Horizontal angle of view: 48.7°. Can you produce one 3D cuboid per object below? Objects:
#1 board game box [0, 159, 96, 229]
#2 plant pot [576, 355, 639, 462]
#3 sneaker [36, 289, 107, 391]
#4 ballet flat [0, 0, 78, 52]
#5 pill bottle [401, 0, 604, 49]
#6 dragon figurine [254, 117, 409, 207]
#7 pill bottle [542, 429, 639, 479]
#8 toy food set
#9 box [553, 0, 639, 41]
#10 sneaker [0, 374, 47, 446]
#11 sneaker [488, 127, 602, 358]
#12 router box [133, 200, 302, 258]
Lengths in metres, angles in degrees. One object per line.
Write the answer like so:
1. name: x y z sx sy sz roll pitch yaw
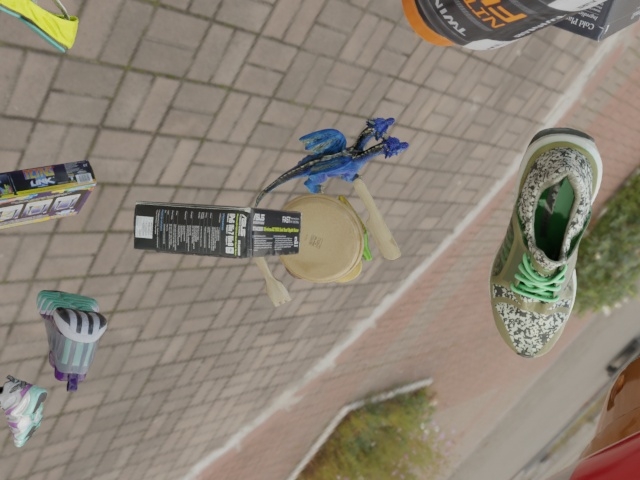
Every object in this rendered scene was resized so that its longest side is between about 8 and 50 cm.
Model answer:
1. board game box: -0.474 -0.072 1.166 0.170 0.048 0.141 -15 169 -37
2. plant pot: 0.388 0.231 0.680 0.290 0.291 0.203 -63 176 31
3. sneaker: -0.341 0.126 0.937 0.083 0.224 0.098 13 90 -23
4. ballet flat: -0.482 -0.390 1.155 0.077 0.077 0.231 -58 156 1
5. pill bottle: 0.162 -0.234 0.578 0.130 0.130 0.246 -33 -170 -20
6. dragon figurine: 0.010 -0.146 1.274 0.289 0.085 0.144 -14 162 -7
7. pill bottle: 0.289 0.124 0.265 0.408 0.229 0.229 -42 156 32
8. toy food set: 0.000 0.000 0.935 0.192 0.132 0.038 -23 -170 20
9. box: 0.537 -0.567 1.314 0.343 0.179 0.312 -32 142 -50
10. sneaker: -0.371 0.200 0.851 0.098 0.069 0.038 -64 176 26
11. sneaker: 0.359 0.028 1.169 0.182 0.158 0.410 -47 142 -62
12. router box: -0.076 -0.009 0.559 0.122 0.092 0.038 -3 97 -74
